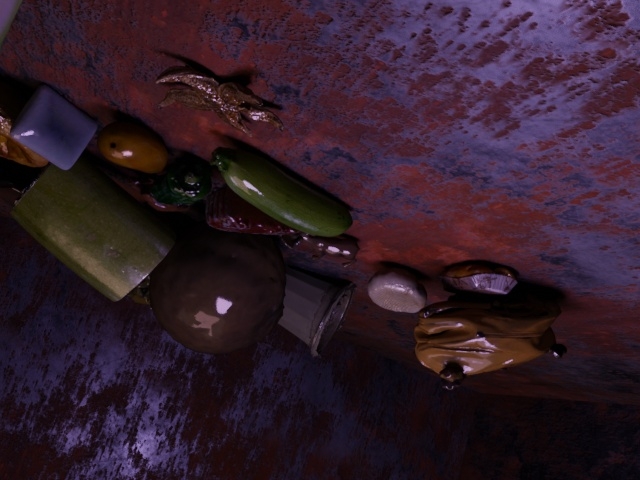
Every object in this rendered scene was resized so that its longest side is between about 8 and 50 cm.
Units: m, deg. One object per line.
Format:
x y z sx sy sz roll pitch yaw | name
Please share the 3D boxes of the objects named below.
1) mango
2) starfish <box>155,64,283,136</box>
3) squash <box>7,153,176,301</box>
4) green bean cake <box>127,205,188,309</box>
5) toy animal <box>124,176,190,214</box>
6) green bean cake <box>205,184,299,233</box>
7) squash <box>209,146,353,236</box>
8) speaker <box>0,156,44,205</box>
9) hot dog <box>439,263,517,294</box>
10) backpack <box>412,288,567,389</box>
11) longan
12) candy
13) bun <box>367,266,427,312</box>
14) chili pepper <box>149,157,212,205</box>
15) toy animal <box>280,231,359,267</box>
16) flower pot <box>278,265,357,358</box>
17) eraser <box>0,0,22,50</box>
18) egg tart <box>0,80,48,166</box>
-0.421 -0.206 1.629 0.136 0.099 0.227 10 172 13 | mango
-0.177 -0.241 1.274 0.277 0.062 0.236 3 160 40 | starfish
-0.619 -0.047 1.924 0.384 0.263 0.263 44 157 -17 | squash
-0.509 0.070 2.305 0.202 0.309 0.285 10 165 36 | green bean cake
-0.436 -0.131 1.944 0.188 0.089 0.179 28 158 -31 | toy animal
-0.147 -0.066 1.683 0.233 0.097 0.199 5 174 -28 | green bean cake
-0.084 -0.099 1.585 0.395 0.107 0.107 28 162 -36 | squash
-0.865 -0.186 2.114 0.231 0.153 0.193 5 159 42 | speaker
0.393 0.102 1.821 0.131 0.069 0.253 14 170 -20 | hot dog
0.428 0.238 1.838 0.378 0.201 0.354 -4 -174 33 | backpack
-0.301 0.134 2.097 0.404 0.403 0.435 18 150 1 | longan
-0.595 -0.251 1.594 0.071 0.138 0.174 27 172 33 | candy
0.227 0.134 2.053 0.184 0.102 0.183 14 153 7 | bun
-0.334 -0.139 1.752 0.136 0.099 0.270 24 165 -16 | chili pepper
0.000 0.000 1.902 0.214 0.093 0.186 10 169 3 | toy animal
-0.048 0.221 2.456 0.259 0.290 0.290 29 168 15 | flower pot
-0.630 -0.347 1.158 0.274 0.210 0.092 11 163 32 | eraser
-0.776 -0.295 1.668 0.341 0.129 0.341 18 166 5 | egg tart
